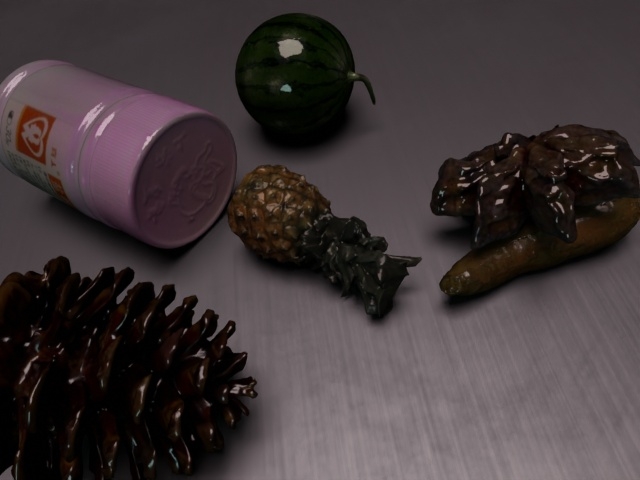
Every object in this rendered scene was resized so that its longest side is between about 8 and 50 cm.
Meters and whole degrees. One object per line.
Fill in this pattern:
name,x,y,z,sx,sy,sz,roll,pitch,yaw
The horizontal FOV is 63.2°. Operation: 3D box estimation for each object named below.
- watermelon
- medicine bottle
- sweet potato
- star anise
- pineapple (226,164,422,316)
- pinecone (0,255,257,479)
watermelon,-0.029,-0.262,0.827,0.214,0.188,0.188,10,53,25
medicine bottle,-0.303,-0.132,0.759,0.315,0.202,0.202,24,59,27
sweet potato,0.264,0.004,0.635,0.273,0.075,0.075,-22,51,-4
star anise,0.249,-0.083,0.628,0.236,0.109,0.223,-28,24,-12
pineapple,-0.001,0.000,0.661,0.248,0.128,0.128,32,62,23
pinecone,-0.208,0.142,0.518,0.292,0.246,0.246,8,51,-4
